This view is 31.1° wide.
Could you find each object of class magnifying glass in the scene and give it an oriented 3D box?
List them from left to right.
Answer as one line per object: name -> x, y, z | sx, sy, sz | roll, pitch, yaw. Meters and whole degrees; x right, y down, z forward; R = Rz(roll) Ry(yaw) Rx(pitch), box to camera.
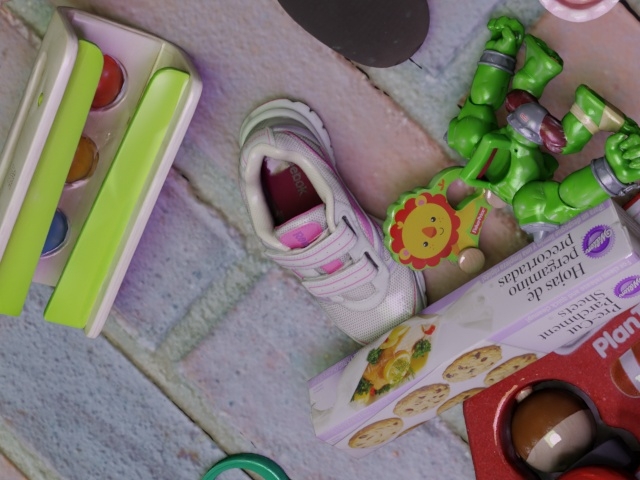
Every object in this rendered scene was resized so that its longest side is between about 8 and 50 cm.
magnifying glass -> -0.124, 0.294, 1.164 | 0.231, 0.026, 0.092 | -37, 93, 18

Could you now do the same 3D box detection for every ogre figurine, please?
ogre figurine -> 0.170, -0.086, 0.925 | 0.197, 0.097, 0.118 | 46, 111, 18

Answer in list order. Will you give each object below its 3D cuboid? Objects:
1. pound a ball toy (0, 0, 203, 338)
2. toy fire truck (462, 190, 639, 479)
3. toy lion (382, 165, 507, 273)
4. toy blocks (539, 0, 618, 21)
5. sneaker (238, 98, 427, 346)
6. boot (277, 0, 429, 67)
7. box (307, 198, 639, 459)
pound a ball toy -> -0.249, -0.092, 1.017 | 0.208, 0.136, 0.319 | 15, 111, -27
toy fire truck -> 0.250, 0.136, 0.970 | 0.302, 0.169, 0.254 | -43, 65, 20
toy lion -> 0.104, -0.019, 0.988 | 0.096, 0.034, 0.100 | 20, 97, -21
toy blocks -> 0.222, -0.286, 0.798 | 0.309, 0.260, 0.289 | 31, 110, 5
sneaker -> 0.000, 0.000, 1.005 | 0.103, 0.111, 0.252 | -34, 97, 20
boot -> -0.025, -0.271, 0.960 | 0.112, 0.115, 0.305 | -44, 109, 12
box -> 0.129, 0.081, 0.964 | 0.324, 0.063, 0.067 | -34, 135, 24
